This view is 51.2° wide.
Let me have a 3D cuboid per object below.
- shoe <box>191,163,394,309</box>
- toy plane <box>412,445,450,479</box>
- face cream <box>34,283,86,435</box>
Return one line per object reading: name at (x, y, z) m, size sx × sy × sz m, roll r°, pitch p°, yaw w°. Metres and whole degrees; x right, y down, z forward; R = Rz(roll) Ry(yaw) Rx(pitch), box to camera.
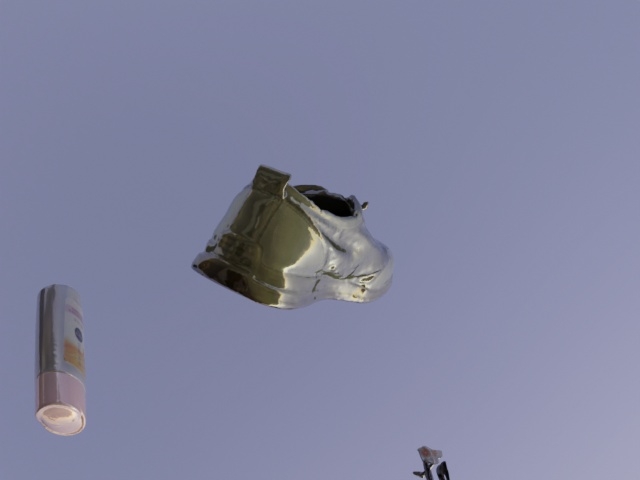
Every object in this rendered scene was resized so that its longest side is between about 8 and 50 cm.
shoe at (0.000, 0.000, 0.583) m, size 0.103 × 0.275 × 0.098 m, roll 25°, pitch -82°, yaw 21°
toy plane at (0.192, 0.435, 1.127) m, size 0.078 × 0.197 × 0.053 m, roll 13°, pitch -52°, yaw -17°
face cream at (-0.338, 0.149, 0.870) m, size 0.057 × 0.084 × 0.198 m, roll -20°, pitch -131°, yaw -3°
